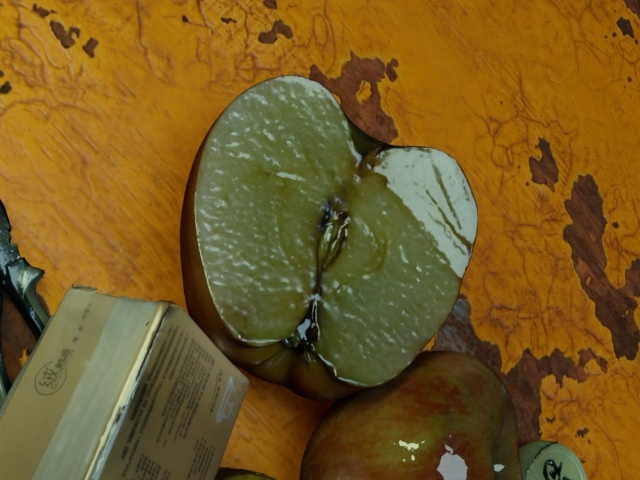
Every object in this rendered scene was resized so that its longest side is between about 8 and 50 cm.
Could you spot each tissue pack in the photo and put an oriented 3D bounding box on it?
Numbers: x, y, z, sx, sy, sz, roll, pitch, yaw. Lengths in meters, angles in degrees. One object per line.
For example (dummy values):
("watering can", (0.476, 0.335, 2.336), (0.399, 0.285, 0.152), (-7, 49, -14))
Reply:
("tissue pack", (-0.242, 0.222, 0.918), (0.238, 0.238, 0.305), (32, 62, -24))

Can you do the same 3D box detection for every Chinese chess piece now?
("Chinese chess piece", (0.343, 0.376, 1.403), (0.144, 0.058, 0.144), (10, 72, -32))

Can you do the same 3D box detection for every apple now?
("apple", (0.109, 0.292, 1.156), (0.302, 0.301, 0.301), (9, 73, -33))
("apple", (0.000, 0.000, 1.122), (0.295, 0.329, 0.365), (54, 47, -56))

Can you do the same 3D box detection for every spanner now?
("spanner", (-0.340, 0.077, 1.018), (0.096, 0.040, 0.324), (-15, 88, -36))

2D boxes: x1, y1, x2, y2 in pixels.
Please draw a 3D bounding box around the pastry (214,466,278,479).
("pastry", (-0.107, 0.379, 1.059), (0.240, 0.132, 0.235), (-7, 90, -29))
